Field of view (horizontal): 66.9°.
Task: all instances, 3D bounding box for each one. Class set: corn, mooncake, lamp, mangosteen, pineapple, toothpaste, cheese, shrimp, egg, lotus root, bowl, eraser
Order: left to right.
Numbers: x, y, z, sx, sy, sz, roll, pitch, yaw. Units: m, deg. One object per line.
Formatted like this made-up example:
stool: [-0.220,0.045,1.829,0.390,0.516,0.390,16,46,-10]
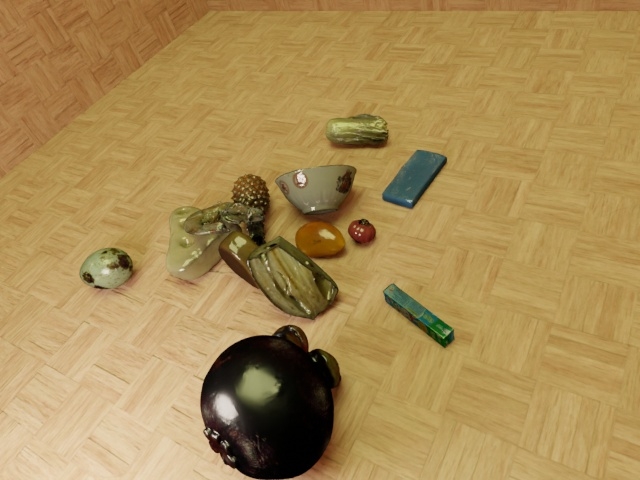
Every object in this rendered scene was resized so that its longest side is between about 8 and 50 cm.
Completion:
egg: [-0.878,0.118,1.978,0.231,0.169,0.169,-14,45,17]
cheese: [-0.544,0.008,1.995,0.351,0.130,0.328,17,54,27]
shrimp: [-0.373,-0.080,1.859,0.360,0.085,0.247,0,28,25]
mooncake: [-0.278,0.060,1.803,0.117,0.235,0.235,-43,50,-20]
pineapple: [-0.285,-0.121,2.015,0.175,0.175,0.361,-15,45,4]
mangosteen: [-0.111,0.424,1.332,0.382,0.382,0.435,25,43,34]
lotus root: [-0.101,0.128,1.699,0.210,0.314,0.142,-40,6,0]
bowl: [-0.010,-0.189,1.957,0.337,0.337,0.158,-8,86,10]
corn: [0.174,-0.509,2.255,0.305,0.122,0.123,3,51,18]
lamp: [0.158,-0.036,1.845,0.107,0.092,0.107,12,24,-5]
eraser: [0.393,-0.263,2.014,0.144,0.043,0.312,21,58,33]
toothpaste: [0.312,0.237,1.563,0.050,0.065,0.266,-37,49,-18]

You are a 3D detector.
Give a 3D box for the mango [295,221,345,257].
mango: [-0.002,-0.004,1.859,0.217,0.102,0.141,13,60,30]
